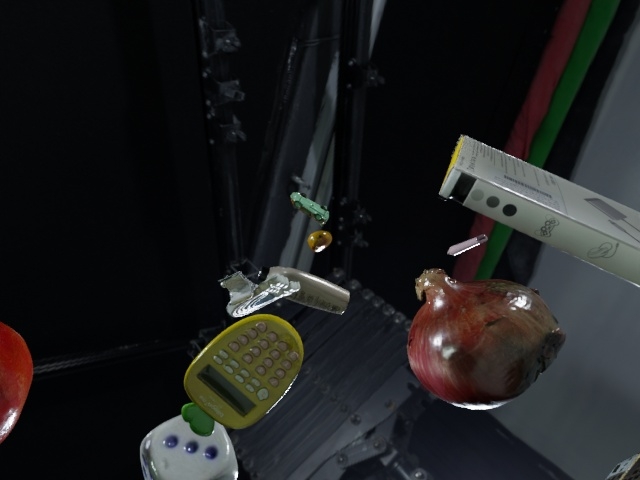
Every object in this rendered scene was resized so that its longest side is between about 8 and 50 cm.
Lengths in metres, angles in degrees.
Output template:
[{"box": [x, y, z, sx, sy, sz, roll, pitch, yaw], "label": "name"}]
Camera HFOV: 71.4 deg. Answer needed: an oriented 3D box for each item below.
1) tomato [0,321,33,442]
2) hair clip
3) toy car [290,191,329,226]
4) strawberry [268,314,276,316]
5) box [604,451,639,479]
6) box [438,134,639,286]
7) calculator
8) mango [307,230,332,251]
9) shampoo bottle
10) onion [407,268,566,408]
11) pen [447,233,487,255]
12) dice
[{"box": [-0.799, 0.313, 0.946, 0.290, 0.293, 0.325, -45, -73, -4], "label": "tomato"}, {"box": [-0.125, 0.102, 0.868, 0.140, 0.054, 0.220, -31, -16, 3], "label": "hair clip"}, {"box": [-0.031, -0.090, 1.230, 0.035, 0.122, 0.059, -58, 3, 35], "label": "toy car"}, {"box": [-0.138, 0.234, 1.227, 0.083, 0.074, 0.073, -49, -30, -55], "label": "strawberry"}, {"box": [0.583, 0.419, 0.767, 0.181, 0.047, 0.324, -28, -29, -25], "label": "box"}, {"box": [0.232, -0.021, 0.406, 0.129, 0.248, 0.033, -48, -17, -58], "label": "box"}, {"box": [-0.129, 0.218, 0.714, 0.235, 0.032, 0.146, -45, -82, 5], "label": "calculator"}, {"box": [0.000, 0.000, 1.496, 0.080, 0.060, 0.114, -35, -15, 8], "label": "mango"}, {"box": [-0.051, 0.132, 1.234, 0.127, 0.257, 0.078, 124, 163, -57], "label": "shampoo bottle"}, {"box": [0.379, 0.235, 1.057, 0.354, 0.354, 0.353, -24, -49, -31], "label": "onion"}, {"box": [0.471, 0.019, 1.462, 0.053, 0.032, 0.197, -21, -8, -21], "label": "pen"}, {"box": [-0.330, 0.561, 1.115, 0.192, 0.193, 0.194, -14, -41, -33], "label": "dice"}]
